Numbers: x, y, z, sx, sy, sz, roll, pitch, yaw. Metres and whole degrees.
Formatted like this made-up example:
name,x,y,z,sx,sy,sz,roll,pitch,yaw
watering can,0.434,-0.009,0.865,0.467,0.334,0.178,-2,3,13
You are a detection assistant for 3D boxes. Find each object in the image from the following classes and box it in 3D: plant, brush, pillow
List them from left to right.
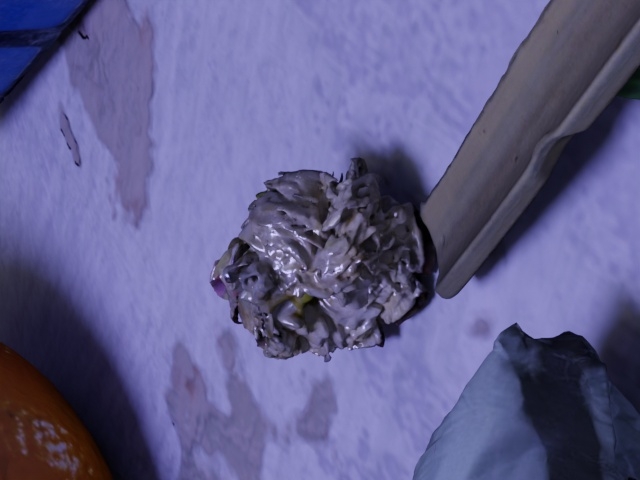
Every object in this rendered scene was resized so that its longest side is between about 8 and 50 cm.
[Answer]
name,x,y,z,sx,sy,sz,roll,pitch,yaw
plant,0.000,0.000,0.685,0.116,0.104,0.122,-35,37,19
pillow,0.080,0.237,0.541,0.283,0.138,0.310,107,162,-49
brush,0.101,-0.060,0.517,0.282,0.048,0.054,120,145,-57

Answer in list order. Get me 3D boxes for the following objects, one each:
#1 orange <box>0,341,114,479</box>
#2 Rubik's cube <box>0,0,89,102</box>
name,x,y,z,sx,sy,sz,roll,pitch,yaw
orange,-0.352,0.239,0.954,0.424,0.424,0.326,41,171,40
Rubik's cube,-0.359,-0.234,0.865,0.301,0.305,0.304,-33,72,46
